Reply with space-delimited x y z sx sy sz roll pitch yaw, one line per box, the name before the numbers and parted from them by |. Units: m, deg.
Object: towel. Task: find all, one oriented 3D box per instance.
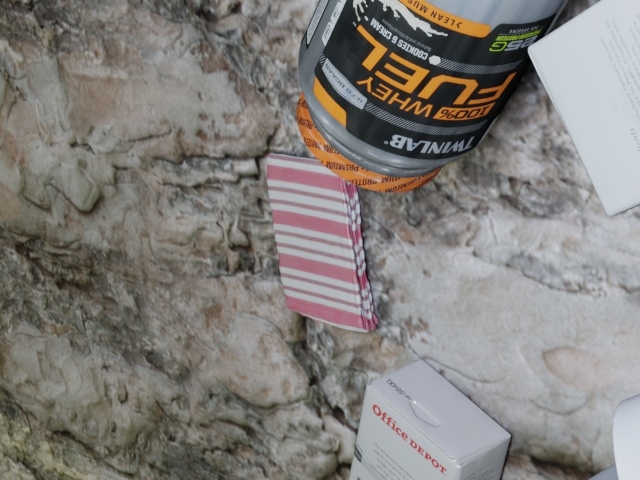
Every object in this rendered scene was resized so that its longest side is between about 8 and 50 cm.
towel | 0.000 0.000 1.726 0.144 0.029 0.197 13 116 49

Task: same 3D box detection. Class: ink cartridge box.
ink cartridge box | 0.112 0.254 1.665 0.148 0.086 0.203 40 136 34

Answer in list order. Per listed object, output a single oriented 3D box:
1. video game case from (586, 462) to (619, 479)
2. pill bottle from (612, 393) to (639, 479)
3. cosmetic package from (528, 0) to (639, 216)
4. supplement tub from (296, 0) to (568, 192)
video game case | 0.299 0.317 1.317 0.061 0.244 0.270 -10 100 55
pill bottle | 0.389 0.124 0.999 0.362 0.210 0.210 -24 89 24
cosmetic package | 0.289 -0.132 1.163 0.183 0.151 0.151 -29 85 54
supplement tub | 0.097 -0.196 1.344 0.194 0.193 0.316 52 143 21
